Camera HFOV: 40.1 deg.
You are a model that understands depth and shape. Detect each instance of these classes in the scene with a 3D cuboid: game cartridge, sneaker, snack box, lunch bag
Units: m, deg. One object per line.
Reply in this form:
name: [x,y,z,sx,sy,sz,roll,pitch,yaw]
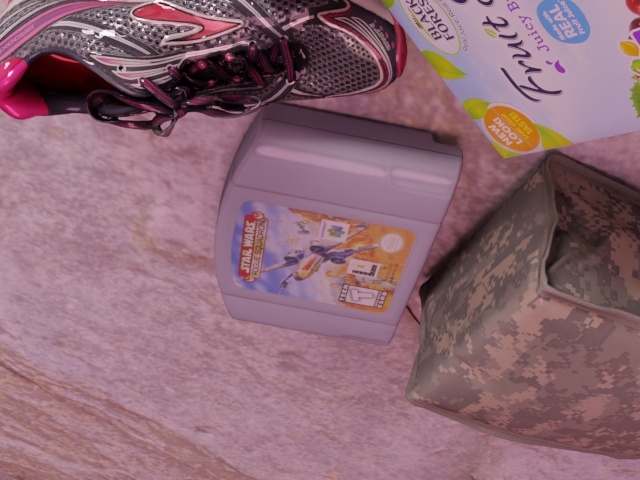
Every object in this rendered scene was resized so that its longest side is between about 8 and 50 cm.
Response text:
game cartridge: [0.000,0.000,0.828,0.198,0.062,0.297,7,144,-5]
sneaker: [-0.088,-0.126,0.628,0.299,0.112,0.121,1,143,9]
snack box: [0.111,-0.148,0.446,0.207,0.070,0.174,49,153,-20]
lunch bag: [0.261,0.086,0.792,0.287,0.169,0.235,23,141,-11]
